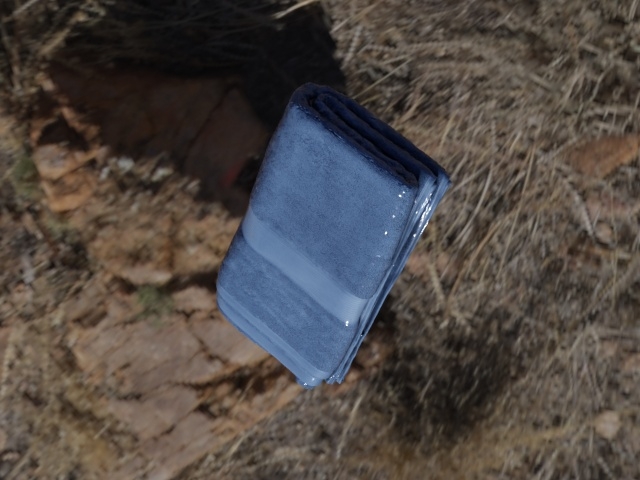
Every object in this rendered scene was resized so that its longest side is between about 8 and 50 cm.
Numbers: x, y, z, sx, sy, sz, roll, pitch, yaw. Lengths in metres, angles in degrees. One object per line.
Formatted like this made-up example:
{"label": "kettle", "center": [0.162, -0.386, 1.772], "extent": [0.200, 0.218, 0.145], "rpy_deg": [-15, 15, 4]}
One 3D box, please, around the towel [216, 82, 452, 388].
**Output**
{"label": "towel", "center": [0.000, 0.000, 0.516], "extent": [0.067, 0.029, 0.119], "rpy_deg": [40, 135, 16]}
